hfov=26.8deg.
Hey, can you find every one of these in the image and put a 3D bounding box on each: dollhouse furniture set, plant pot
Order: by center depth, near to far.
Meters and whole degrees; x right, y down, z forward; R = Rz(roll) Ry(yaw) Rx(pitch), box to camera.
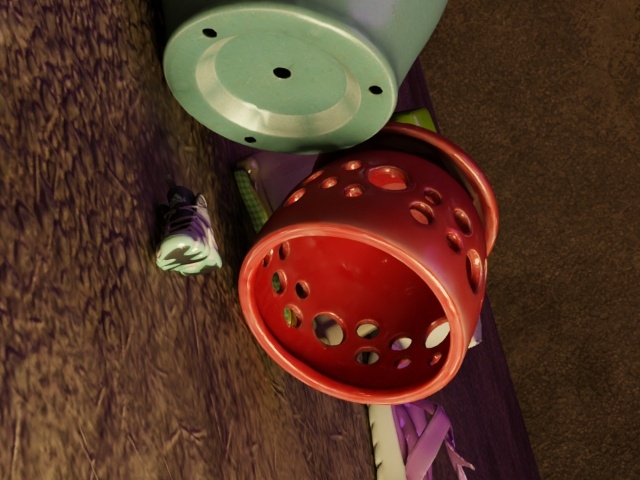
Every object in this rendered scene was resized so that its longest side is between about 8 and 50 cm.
[{"bbox_3d":[-0.016,-0.221,1.080,0.272,0.271,0.255,61,33,-52],"label":"plant pot"},{"bbox_3d":[0.050,0.013,1.105,0.174,0.191,0.191,-59,137,-48],"label":"plant pot"},{"bbox_3d":[0.000,0.000,1.313,0.301,0.151,0.198,-24,93,-50],"label":"dollhouse furniture set"}]

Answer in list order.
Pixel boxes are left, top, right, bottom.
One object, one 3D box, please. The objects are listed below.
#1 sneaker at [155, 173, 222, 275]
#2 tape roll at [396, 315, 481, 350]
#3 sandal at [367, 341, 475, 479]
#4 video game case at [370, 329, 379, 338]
[{"bbox_3d":[-0.097,-0.015,0.924,0.098,0.038,0.069,68,7,-80],"label":"sneaker"},{"bbox_3d":[0.121,0.007,1.699,0.286,0.100,0.286,-15,90,-79],"label":"tape roll"},{"bbox_3d":[0.126,0.280,1.480,0.416,0.102,0.169,-94,165,-45],"label":"sandal"},{"bbox_3d":[0.076,0.046,1.752,0.227,0.026,0.206,19,57,-76],"label":"video game case"}]
